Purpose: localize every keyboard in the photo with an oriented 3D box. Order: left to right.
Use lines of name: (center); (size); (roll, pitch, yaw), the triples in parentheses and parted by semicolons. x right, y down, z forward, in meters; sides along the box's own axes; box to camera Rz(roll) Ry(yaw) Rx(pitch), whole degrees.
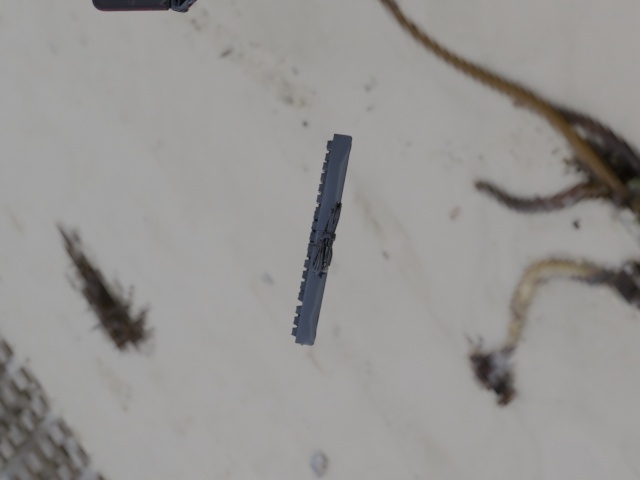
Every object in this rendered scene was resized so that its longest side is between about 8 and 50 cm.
keyboard: (0.000, 0.000, 1.317); (0.108, 0.023, 0.180); (133, 147, -84)

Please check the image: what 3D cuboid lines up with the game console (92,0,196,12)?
game console: (-0.151, -0.294, 1.449); (0.124, 0.085, 0.144); (-30, 55, 59)
